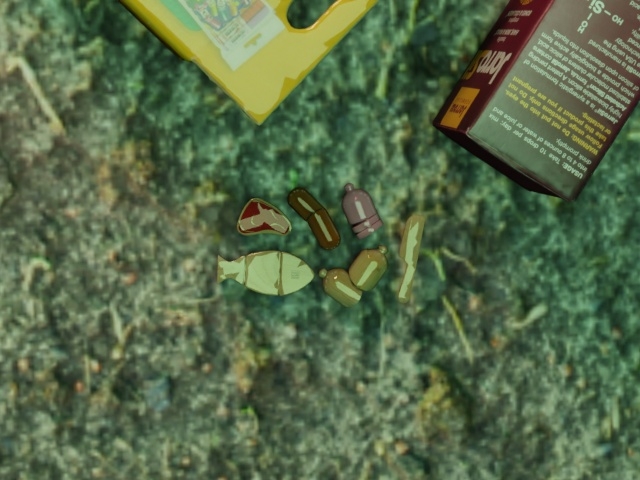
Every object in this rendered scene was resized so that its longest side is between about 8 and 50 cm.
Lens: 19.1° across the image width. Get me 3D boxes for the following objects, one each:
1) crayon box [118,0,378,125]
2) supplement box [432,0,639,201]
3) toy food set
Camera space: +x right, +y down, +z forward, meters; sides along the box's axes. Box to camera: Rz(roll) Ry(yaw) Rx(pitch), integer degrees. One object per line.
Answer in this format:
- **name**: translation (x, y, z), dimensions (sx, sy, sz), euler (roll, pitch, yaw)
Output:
- **crayon box**: translation (-0.087, -0.250, 1.108), dimensions (0.323, 0.083, 0.203), euler (44, 89, -11)
- **supplement box**: translation (0.158, -0.124, 1.151), dimensions (0.081, 0.104, 0.188), euler (32, 91, -11)
- **toy food set**: translation (0.000, 0.000, 1.186), dimensions (0.122, 0.019, 0.078), euler (11, 95, -2)
